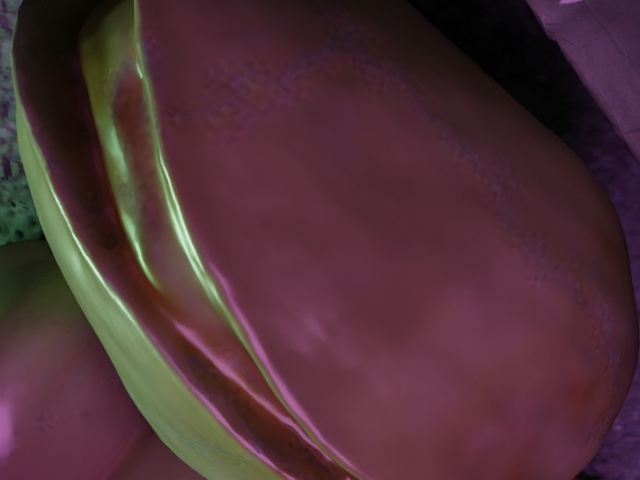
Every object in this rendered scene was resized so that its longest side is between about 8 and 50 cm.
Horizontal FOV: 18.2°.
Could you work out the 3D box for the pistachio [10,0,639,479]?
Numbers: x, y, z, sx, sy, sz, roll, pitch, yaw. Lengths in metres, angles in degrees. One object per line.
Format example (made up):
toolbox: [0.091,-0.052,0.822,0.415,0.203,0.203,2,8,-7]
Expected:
pistachio: [0.000,0.000,0.870,0.229,0.238,0.321,-31,102,26]

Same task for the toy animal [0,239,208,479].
toy animal: [-0.121,0.105,1.033,0.229,0.210,0.221,-14,107,-13]

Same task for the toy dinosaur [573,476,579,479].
toy dinosaur: [0.109,0.135,1.108,0.101,0.055,0.279,20,134,-2]

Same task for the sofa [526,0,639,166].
sofa: [0.212,-0.067,0.806,0.225,0.176,0.210,-20,128,26]
